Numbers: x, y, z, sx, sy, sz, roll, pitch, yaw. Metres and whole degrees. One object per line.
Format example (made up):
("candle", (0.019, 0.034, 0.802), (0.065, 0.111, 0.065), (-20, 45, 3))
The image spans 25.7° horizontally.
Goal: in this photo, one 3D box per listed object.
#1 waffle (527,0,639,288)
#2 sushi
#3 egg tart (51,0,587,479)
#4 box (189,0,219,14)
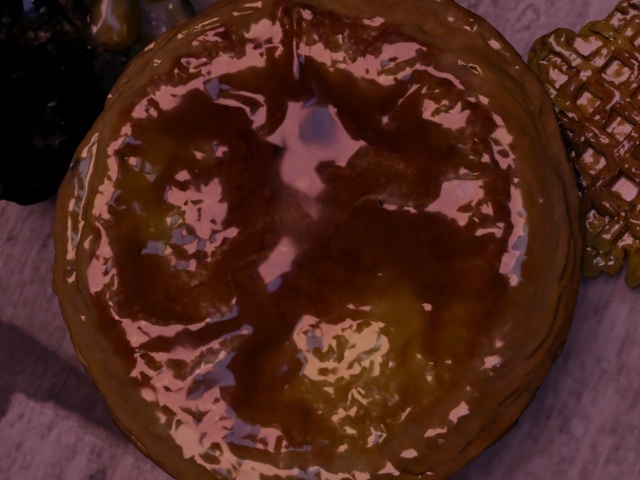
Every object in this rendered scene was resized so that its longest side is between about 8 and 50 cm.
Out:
("waffle", (0.276, -0.086, 1.133), (0.254, 0.052, 0.245), (-9, 75, 21))
("sushi", (-0.250, -0.225, 1.254), (0.285, 0.328, 0.328), (-26, 29, -8))
("egg tart", (0.000, 0.000, 1.138), (0.443, 0.178, 0.443), (-3, 80, 15))
("box", (-0.024, -0.275, 1.306), (0.142, 0.044, 0.285), (42, 94, 27))
